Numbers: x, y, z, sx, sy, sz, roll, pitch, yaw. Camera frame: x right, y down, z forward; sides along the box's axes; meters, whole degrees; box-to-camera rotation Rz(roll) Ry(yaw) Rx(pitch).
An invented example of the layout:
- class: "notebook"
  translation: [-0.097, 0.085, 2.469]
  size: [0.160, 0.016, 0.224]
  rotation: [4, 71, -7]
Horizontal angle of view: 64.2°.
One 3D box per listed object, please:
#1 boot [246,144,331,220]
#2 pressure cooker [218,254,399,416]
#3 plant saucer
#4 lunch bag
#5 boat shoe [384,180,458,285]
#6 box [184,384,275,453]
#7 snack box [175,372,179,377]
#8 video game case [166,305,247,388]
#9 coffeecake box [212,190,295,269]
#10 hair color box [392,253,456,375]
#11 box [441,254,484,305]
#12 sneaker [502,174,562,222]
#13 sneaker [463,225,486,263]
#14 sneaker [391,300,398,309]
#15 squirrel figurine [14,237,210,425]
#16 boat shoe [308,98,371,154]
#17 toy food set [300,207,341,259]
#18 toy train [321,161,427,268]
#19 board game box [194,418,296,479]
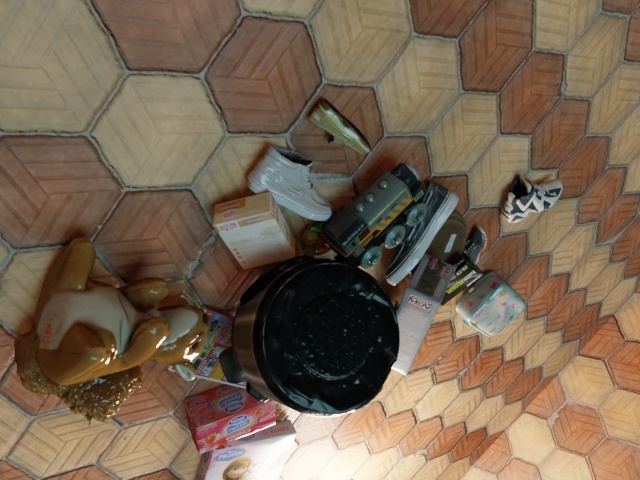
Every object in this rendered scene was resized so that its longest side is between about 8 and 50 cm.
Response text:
- class: "boot"
  translation: [-0.046, -0.139, 1.249]
  size: [0.258, 0.095, 0.123]
  rotation: [20, 117, -39]
- class: "pressure cooker"
  translation: [-0.043, 0.249, 1.316]
  size: [0.369, 0.420, 0.376]
  rotation: [24, 73, -14]
- class: "plant saucer"
  translation: [0.380, 0.026, 1.686]
  size: [0.277, 0.041, 0.278]
  rotation: [-17, 129, -22]
- class: "lunch bag"
  translation: [0.658, 0.255, 1.984]
  size: [0.224, 0.108, 0.279]
  rotation: [-46, 133, 12]
- class: "boat shoe"
  translation: [0.276, -0.026, 1.541]
  size: [0.119, 0.121, 0.335]
  rotation: [32, 94, -2]
- class: "box"
  translation: [-0.275, 0.529, 1.574]
  size: [0.256, 0.123, 0.128]
  rotation: [-13, 127, -24]
- class: "snack box"
  translation: [-0.331, 0.340, 1.469]
  size: [0.178, 0.022, 0.064]
  rotation: [-14, 126, -25]
- class: "video game case"
  translation: [-0.265, 0.314, 1.461]
  size: [0.285, 0.025, 0.204]
  rotation: [27, 98, -38]
- class: "coffeecake box"
  translation: [-0.156, -0.020, 1.238]
  size: [0.142, 0.068, 0.185]
  rotation: [-13, 140, 10]
- class: "hair color box"
  translation: [0.309, 0.246, 1.657]
  size: [0.185, 0.113, 0.375]
  rotation: [-51, 160, -45]
- class: "box"
  translation: [0.458, 0.143, 1.775]
  size: [0.190, 0.045, 0.184]
  rotation: [-41, 144, 16]
- class: "sneaker"
  translation: [0.722, -0.172, 1.721]
  size: [0.234, 0.094, 0.153]
  rotation: [-24, 141, -2]
- class: "sneaker"
  translation: [0.524, 0.024, 1.765]
  size: [0.064, 0.061, 0.158]
  rotation: [-9, 126, -19]
- class: "sneaker"
  translation: [0.200, 0.256, 1.712]
  size: [0.229, 0.092, 0.087]
  rotation: [91, 19, -54]
- class: "squirrel figurine"
  translation: [-0.465, 0.238, 1.189]
  size: [0.397, 0.281, 0.370]
  rotation: [-42, 147, 21]
- class: "boat shoe"
  translation: [0.046, -0.264, 1.250]
  size: [0.072, 0.068, 0.190]
  rotation: [-42, 126, 18]
- class: "toy food set"
  translation: [0.000, 0.000, 1.422]
  size: [0.132, 0.038, 0.192]
  rotation: [-3, 124, -31]
- class: "toy train"
  translation: [0.153, -0.063, 1.381]
  size: [0.334, 0.142, 0.190]
  rotation: [-43, 143, -4]
- class: "board game box"
  translation: [-0.274, 0.794, 1.808]
  size: [0.318, 0.066, 0.318]
  rotation: [0, 121, -33]
